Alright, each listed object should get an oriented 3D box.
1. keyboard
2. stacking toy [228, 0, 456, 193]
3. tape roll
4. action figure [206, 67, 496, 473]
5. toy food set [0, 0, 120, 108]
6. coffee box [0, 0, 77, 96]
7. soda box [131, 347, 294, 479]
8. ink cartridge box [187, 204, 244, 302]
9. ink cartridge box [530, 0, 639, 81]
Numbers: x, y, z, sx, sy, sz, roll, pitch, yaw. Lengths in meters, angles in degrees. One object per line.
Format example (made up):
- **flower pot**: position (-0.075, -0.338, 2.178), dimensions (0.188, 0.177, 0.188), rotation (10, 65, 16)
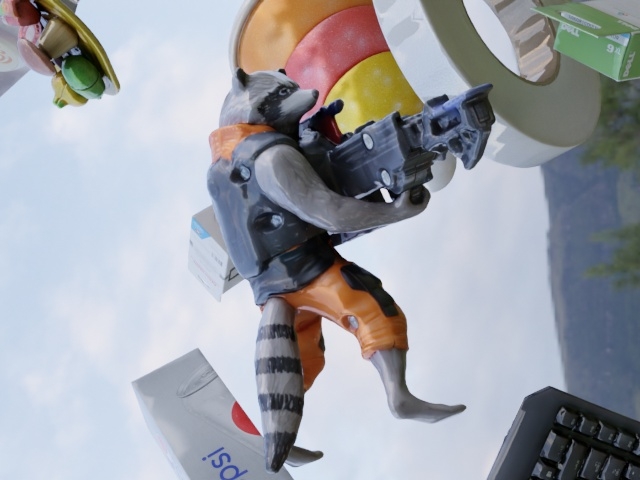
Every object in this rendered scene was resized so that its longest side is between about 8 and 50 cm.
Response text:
- **keyboard**: position (0.157, 0.265, 0.575), dimensions (0.033, 0.201, 0.317), rotation (-142, 74, -77)
- **stacking toy**: position (0.075, -0.254, 1.611), dimensions (0.350, 0.350, 0.480), rotation (40, -166, -53)
- **tape roll**: position (0.225, -0.283, 1.217), dimensions (0.392, 0.072, 0.392), rotation (21, -124, -34)
- **action figure**: position (0.000, 0.000, 0.743), dimensions (0.178, 0.341, 0.330), rotation (-11, -104, -30)
- **toy food set**: position (-0.301, -0.210, 1.013), dimensions (0.071, 0.128, 0.218), rotation (-52, -16, -16)
- **coffee box**: position (-0.470, -0.311, 1.330), dimensions (0.141, 0.246, 0.098), rotation (24, -118, -33)
- **soda box**: position (-0.114, 0.250, 1.051), dimensions (0.098, 0.286, 0.091), rotation (-25, -51, -18)
- **ink cartridge box**: position (-0.189, 0.025, 1.706), dimensions (0.060, 0.104, 0.180), rotation (-35, -20, -28)
- **ink cartridge box**: position (0.357, -0.242, 1.101), dimensions (0.209, 0.109, 0.062), rotation (-14, -52, -30)
